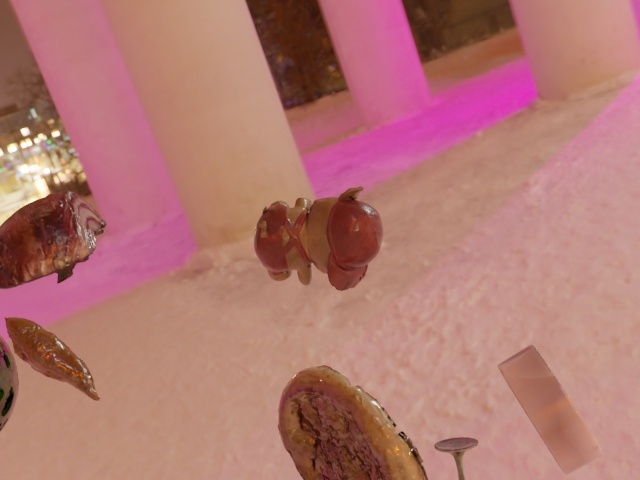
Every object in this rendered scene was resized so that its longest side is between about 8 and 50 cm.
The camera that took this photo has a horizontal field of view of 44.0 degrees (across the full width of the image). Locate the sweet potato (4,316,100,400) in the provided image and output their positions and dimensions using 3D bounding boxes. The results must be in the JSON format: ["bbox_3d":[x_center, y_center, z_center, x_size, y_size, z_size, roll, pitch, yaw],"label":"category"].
[{"bbox_3d":[-0.426,0.188,1.261,0.068,0.206,0.060,-59,-12,9],"label":"sweet potato"}]

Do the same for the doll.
[{"bbox_3d":[0.001,-0.002,1.556,0.256,0.196,0.152,-3,29,21],"label":"doll"}]

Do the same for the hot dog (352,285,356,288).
[{"bbox_3d":[0.069,0.052,1.977,0.044,0.137,0.028,0,-7,-21],"label":"hot dog"}]

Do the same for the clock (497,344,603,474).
[{"bbox_3d":[0.359,0.264,1.246,0.068,0.196,0.197,-33,12,7],"label":"clock"}]

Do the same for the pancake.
[{"bbox_3d":[0.056,0.411,1.434,0.071,0.382,0.382,-21,12,-34],"label":"pancake"}]

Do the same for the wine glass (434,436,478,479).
[{"bbox_3d":[0.391,0.587,1.697,0.264,0.309,0.096,-9,0,32],"label":"wine glass"}]

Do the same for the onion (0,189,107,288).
[{"bbox_3d":[-0.613,-0.011,1.684,0.280,0.146,0.314,-17,24,-6],"label":"onion"}]

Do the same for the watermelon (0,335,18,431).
[{"bbox_3d":[-0.369,0.127,0.773,0.141,0.140,0.187,-21,36,-8],"label":"watermelon"}]
